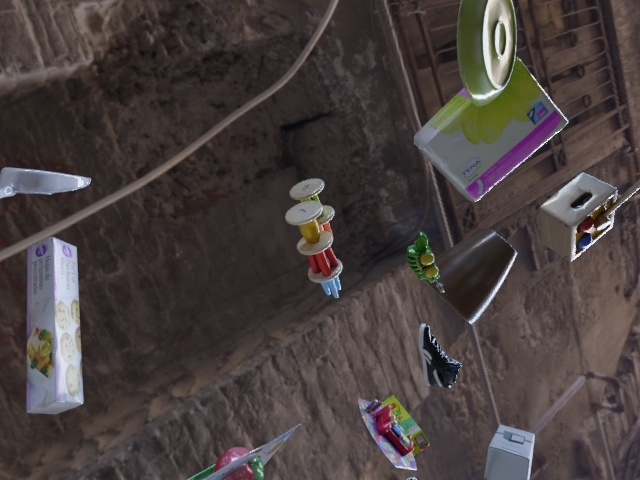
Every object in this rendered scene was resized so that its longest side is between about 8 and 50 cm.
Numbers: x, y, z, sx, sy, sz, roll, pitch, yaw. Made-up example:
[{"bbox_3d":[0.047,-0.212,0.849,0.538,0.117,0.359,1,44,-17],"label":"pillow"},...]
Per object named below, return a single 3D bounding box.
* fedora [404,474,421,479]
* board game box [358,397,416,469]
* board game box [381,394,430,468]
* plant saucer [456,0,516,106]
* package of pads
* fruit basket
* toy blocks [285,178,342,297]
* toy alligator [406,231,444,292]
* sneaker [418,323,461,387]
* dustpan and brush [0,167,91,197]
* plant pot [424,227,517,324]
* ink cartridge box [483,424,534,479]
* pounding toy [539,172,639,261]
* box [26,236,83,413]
[{"bbox_3d":[0.175,0.833,1.422,0.153,0.334,0.333,16,-55,38],"label":"fedora"},{"bbox_3d":[0.136,0.348,0.866,0.169,0.033,0.133,39,15,-48],"label":"board game box"},{"bbox_3d":[0.172,0.439,1.097,0.043,0.092,0.181,58,-6,-11],"label":"board game box"},{"bbox_3d":[0.324,-0.379,0.893,0.037,0.241,0.240,9,-59,39],"label":"plant saucer"},{"bbox_3d":[0.403,-0.269,1.145,0.229,0.101,0.296,39,-72,-21],"label":"package of pads"},{"bbox_3d":[-0.229,0.608,1.135,0.353,0.327,0.165,-49,-115,27],"label":"fruit basket"},{"bbox_3d":[0.000,0.000,0.692,0.054,0.123,0.148,-13,-58,11],"label":"toy blocks"},{"bbox_3d":[0.217,0.057,0.990,0.056,0.051,0.189,-101,167,-49],"label":"toy alligator"},{"bbox_3d":[0.388,0.367,1.512,0.121,0.079,0.216,-3,-74,27],"label":"sneaker"},{"bbox_3d":[-0.537,-0.099,0.845,0.147,0.211,0.060,6,-87,5],"label":"dustpan and brush"},{"bbox_3d":[0.437,0.084,1.346,0.230,0.215,0.215,-46,-111,9],"label":"plant pot"},{"bbox_3d":[0.603,0.739,1.506,0.122,0.289,0.211,8,-94,28],"label":"ink cartridge box"},{"bbox_3d":[0.492,-0.050,0.860,0.100,0.141,0.130,47,-8,43],"label":"pounding toy"},{"bbox_3d":[-0.493,0.150,0.870,0.067,0.063,0.323,51,19,-61],"label":"box"}]
